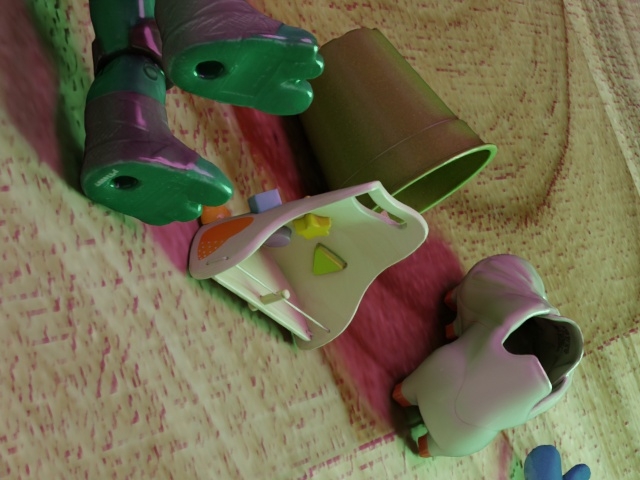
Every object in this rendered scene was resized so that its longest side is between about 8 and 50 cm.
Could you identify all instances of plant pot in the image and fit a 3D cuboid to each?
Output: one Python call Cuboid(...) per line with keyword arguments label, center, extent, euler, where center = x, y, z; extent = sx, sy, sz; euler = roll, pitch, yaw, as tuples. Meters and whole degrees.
Cuboid(label="plant pot", center=(0.025, -0.052, 0.876), extent=(0.079, 0.083, 0.083), euler=(59, 20, 11))

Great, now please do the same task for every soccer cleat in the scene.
Cuboid(label="soccer cleat", center=(0.095, 0.051, 0.924), extent=(0.068, 0.076, 0.196), euler=(64, 22, -8))

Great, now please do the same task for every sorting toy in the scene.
Cuboid(label="sorting toy", center=(0.000, 0.000, 0.757), extent=(0.083, 0.075, 0.045), euler=(38, 36, -51))

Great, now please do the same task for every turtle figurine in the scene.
Cuboid(label="turtle figurine", center=(-0.058, -0.134, 0.713), extent=(0.175, 0.118, 0.234), euler=(110, -23, -57))

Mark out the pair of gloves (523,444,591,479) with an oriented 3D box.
Cuboid(label="pair of gloves", center=(0.140, 0.202, 0.959), extent=(0.198, 0.023, 0.159), euler=(67, 20, -4))
